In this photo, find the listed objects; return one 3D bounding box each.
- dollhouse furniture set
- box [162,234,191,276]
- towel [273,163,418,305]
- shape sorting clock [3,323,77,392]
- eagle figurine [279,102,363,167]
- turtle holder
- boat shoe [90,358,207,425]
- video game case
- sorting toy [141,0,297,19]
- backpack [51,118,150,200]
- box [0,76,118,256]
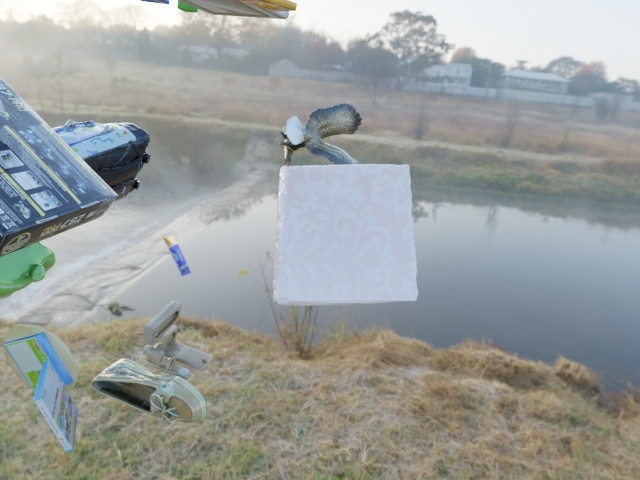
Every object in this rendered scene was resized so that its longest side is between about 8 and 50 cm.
[{"bbox_3d":[-0.334,0.247,1.083,0.123,0.151,0.144,20,25,8],"label":"dollhouse furniture set"},{"bbox_3d":[-0.355,0.037,1.115,0.028,0.081,0.136,-27,22,-20],"label":"box"},{"bbox_3d":[0.054,-0.018,1.028,0.317,0.331,0.053,-1,-17,6],"label":"towel"},{"bbox_3d":[-0.683,0.292,1.101,0.207,0.206,0.040,10,25,16],"label":"shape sorting clock"},{"bbox_3d":[0.011,-0.363,1.629,0.299,0.226,0.225,-2,37,6],"label":"eagle figurine"},{"bbox_3d":[-0.846,0.037,1.135,0.228,0.243,0.320,-27,13,12],"label":"turtle holder"},{"bbox_3d":[-0.402,0.368,1.058,0.286,0.104,0.089,12,16,19],"label":"boat shoe"},{"bbox_3d":[-0.571,0.360,0.979,0.015,0.166,0.119,-17,30,-15],"label":"video game case"},{"bbox_3d":[-0.173,-0.408,0.737,0.348,0.047,0.196,20,21,30],"label":"sorting toy"},{"bbox_3d":[-0.718,-0.211,1.346,0.274,0.290,0.355,30,32,-10],"label":"backpack"},{"bbox_3d":[-0.676,-0.174,0.928,0.395,0.097,0.318,46,24,-5],"label":"box"}]
